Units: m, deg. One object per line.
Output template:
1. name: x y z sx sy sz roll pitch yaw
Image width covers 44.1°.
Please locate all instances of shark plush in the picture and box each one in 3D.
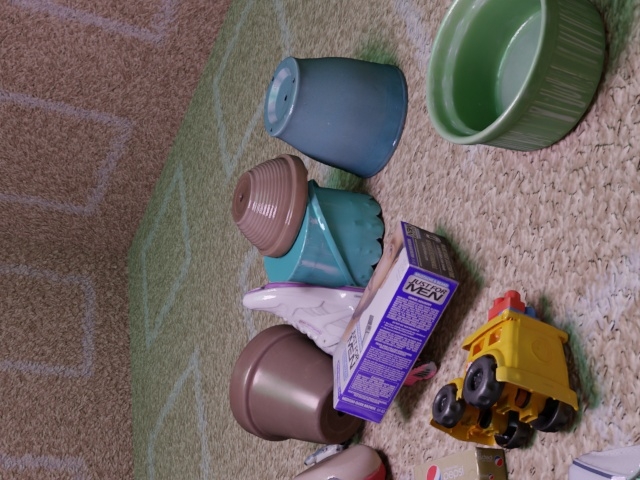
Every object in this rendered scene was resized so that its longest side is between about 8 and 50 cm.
1. shark plush: 0.021 0.453 1.740 0.067 0.073 0.161 -62 -3 -54

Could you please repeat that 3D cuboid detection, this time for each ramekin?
1. ramekin: 0.318 -0.291 1.299 0.303 0.148 0.303 -36 49 55

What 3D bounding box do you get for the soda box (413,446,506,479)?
1. soda box: 0.230 0.393 1.320 0.181 0.058 0.061 -42 44 53

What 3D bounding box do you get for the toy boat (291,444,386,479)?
1. toy boat: 0.049 0.512 1.594 0.151 0.151 0.231 61 144 9

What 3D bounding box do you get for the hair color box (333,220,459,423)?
1. hair color box: 0.132 0.155 1.501 0.185 0.110 0.338 -90 23 -64

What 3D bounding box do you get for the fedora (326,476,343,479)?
1. fedora: 0.111 0.516 1.397 0.243 0.124 0.275 67 160 12

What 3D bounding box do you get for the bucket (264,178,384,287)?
1. bucket: 0.000 0.000 1.804 0.281 0.183 0.281 -35 49 56

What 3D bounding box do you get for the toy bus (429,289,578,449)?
1. toy bus: 0.276 0.193 1.224 0.220 0.149 0.211 130 155 -50

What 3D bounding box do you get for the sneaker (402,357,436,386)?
1. sneaker: 0.179 0.240 1.510 0.119 0.047 0.057 -38 36 53

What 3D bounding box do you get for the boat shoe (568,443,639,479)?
1. boat shoe: 0.433 0.228 0.876 0.367 0.136 0.156 -17 65 59

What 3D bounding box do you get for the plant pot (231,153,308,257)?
1. plant pot: -0.126 -0.085 1.763 0.237 0.110 0.237 -35 49 55

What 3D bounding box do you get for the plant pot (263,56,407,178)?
1. plant pot: 0.018 -0.299 1.803 0.272 0.255 0.271 -36 49 56

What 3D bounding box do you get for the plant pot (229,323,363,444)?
1. plant pot: -0.028 0.335 1.705 0.229 0.263 0.263 15 95 46

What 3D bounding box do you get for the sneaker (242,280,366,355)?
1. sneaker: -0.017 0.163 1.663 0.114 0.305 0.152 19 -103 -83
